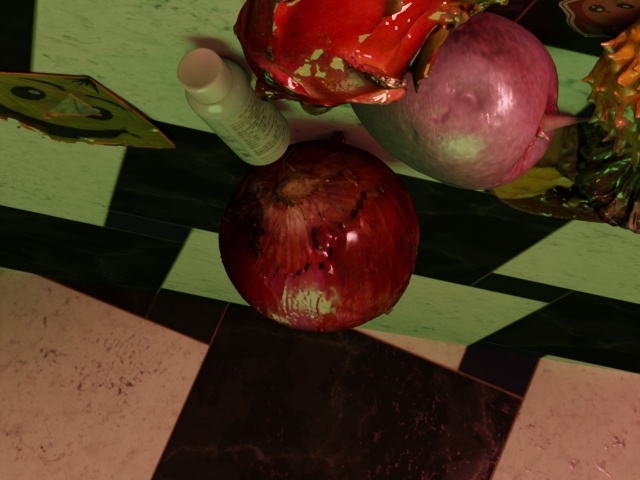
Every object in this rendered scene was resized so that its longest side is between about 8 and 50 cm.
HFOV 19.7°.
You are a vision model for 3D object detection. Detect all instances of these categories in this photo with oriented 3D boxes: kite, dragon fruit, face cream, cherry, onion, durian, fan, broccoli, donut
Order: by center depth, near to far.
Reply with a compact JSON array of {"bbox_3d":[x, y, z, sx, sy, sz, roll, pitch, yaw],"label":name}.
[{"bbox_3d":[0.050,-0.205,1.759,0.269,0.198,0.200,1,146,5],"label":"dragon fruit"},{"bbox_3d":[0.297,-0.233,1.801,0.132,0.009,0.220,4,167,15],"label":"fan"},{"bbox_3d":[0.360,-0.137,1.839,0.195,0.185,0.305,32,155,10],"label":"durian"},{"bbox_3d":[0.148,-0.146,1.902,0.266,0.184,0.213,11,172,15],"label":"cherry"},{"bbox_3d":[0.398,-0.112,2.025,0.165,0.145,0.304,9,156,-14],"label":"broccoli"},{"bbox_3d":[-0.109,-0.167,2.268,0.082,0.082,0.269,6,166,17],"label":"face cream"},{"bbox_3d":[0.281,-0.092,2.275,0.141,0.085,0.217,5,166,24],"label":"donut"},{"bbox_3d":[0.000,0.000,2.463,0.276,0.276,0.276,10,168,2],"label":"onion"},{"bbox_3d":[-0.368,-0.187,2.543,0.377,0.013,0.327,18,165,-22],"label":"kite"}]

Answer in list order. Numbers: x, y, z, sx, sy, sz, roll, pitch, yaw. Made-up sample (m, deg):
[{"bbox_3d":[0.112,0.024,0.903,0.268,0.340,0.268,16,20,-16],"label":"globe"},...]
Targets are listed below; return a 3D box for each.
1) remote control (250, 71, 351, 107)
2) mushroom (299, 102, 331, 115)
[{"bbox_3d":[0.026,-0.183,2.176,0.221,0.042,0.078,6,166,13],"label":"remote control"},{"bbox_3d":[0.018,-0.185,2.063,0.127,0.087,0.127,10,172,1],"label":"mushroom"}]
